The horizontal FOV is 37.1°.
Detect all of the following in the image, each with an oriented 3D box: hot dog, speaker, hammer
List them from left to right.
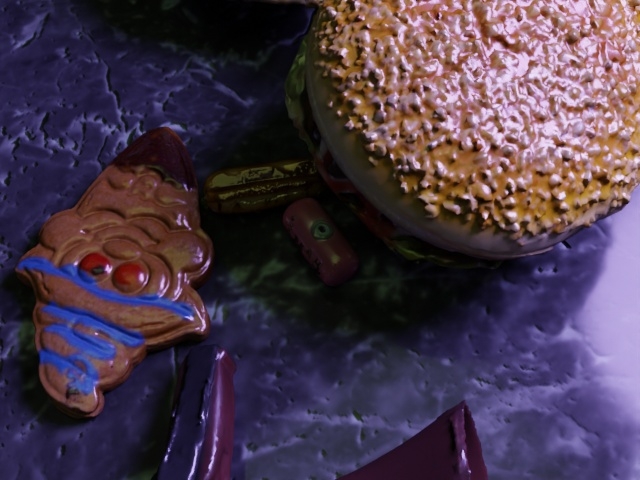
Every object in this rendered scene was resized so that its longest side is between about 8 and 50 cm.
[{"bbox_3d":[-0.038,0.185,0.653,0.329,0.198,0.259,-5,76,12],"label":"speaker"},{"bbox_3d":[-0.046,-0.046,0.847,0.122,0.037,0.049,-7,51,-4],"label":"hot dog"},{"bbox_3d":[0.000,0.000,0.813,0.043,0.043,0.083,-30,65,-9],"label":"hammer"}]

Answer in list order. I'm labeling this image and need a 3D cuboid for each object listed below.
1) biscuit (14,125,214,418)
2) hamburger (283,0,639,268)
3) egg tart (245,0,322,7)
[{"bbox_3d":[-0.171,0.018,0.828,0.183,0.043,0.280,12,68,8],"label":"biscuit"},{"bbox_3d":[0.128,-0.121,0.759,0.302,0.170,0.302,1,80,-4],"label":"hamburger"},{"bbox_3d":[-0.014,-0.352,0.926,0.351,0.150,0.352,-3,70,8],"label":"egg tart"}]
